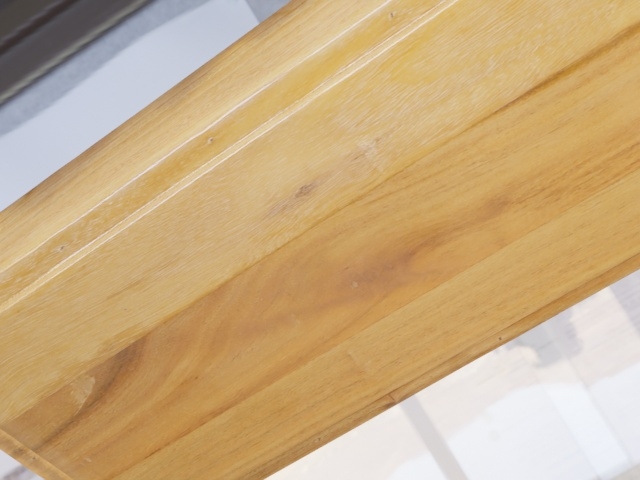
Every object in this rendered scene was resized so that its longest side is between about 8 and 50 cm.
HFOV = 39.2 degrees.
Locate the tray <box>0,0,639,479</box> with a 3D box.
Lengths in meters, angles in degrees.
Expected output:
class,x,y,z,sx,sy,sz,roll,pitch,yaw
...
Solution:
class,x,y,z,sx,sy,sz,roll,pitch,yaw
tray,0.000,0.000,0.463,0.411,0.203,0.076,-32,-147,16
